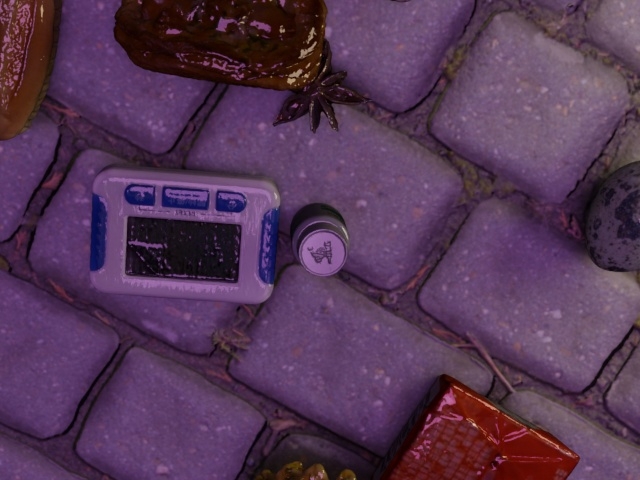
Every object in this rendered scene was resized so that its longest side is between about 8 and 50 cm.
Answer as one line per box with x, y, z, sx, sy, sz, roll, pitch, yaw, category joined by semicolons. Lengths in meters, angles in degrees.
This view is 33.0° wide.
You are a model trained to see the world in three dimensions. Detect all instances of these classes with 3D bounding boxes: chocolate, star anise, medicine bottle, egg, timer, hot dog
0.212;0.340;1.580;0.234;0.108;0.237;29;99;-10;chocolate
-0.014;-0.193;1.457;0.129;0.056;0.124;-37;79;10;star anise
0.000;0.000;1.466;0.080;0.130;0.080;-1;104;-4;medicine bottle
0.435;-0.031;1.486;0.132;0.132;0.172;31;111;-10;egg
-0.185;-0.010;1.480;0.253;0.078;0.178;5;106;-4;timer
-0.127;-0.282;1.382;0.272;0.122;0.196;10;69;-3;hot dog

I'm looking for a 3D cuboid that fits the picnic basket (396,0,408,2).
0.110;-0.345;1.409;0.072;0.083;0.072;-1;105;-4;picnic basket

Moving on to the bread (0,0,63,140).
-0.414;-0.247;1.391;0.140;0.106;0.236;15;102;-5;bread

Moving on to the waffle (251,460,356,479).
0.006;0.420;1.552;0.280;0.060;0.262;-22;113;39;waffle
